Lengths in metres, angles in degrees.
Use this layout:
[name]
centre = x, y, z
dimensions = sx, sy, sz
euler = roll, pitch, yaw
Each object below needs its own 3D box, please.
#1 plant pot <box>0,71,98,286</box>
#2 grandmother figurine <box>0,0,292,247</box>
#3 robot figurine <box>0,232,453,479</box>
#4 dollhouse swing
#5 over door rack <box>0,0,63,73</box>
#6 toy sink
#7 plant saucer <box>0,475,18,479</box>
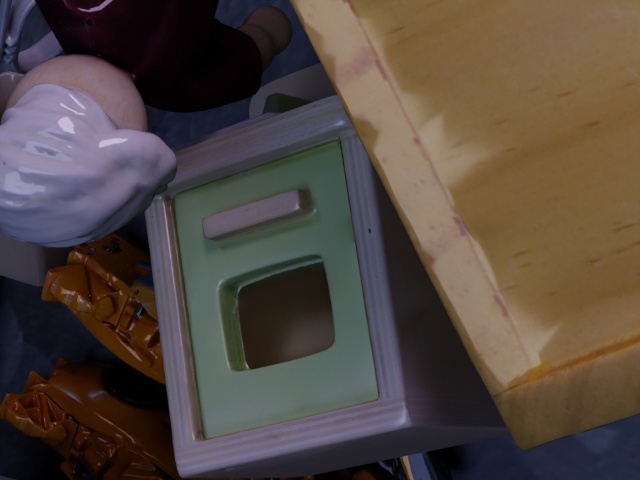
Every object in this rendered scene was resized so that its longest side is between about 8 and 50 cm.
[plant pot]
centre = -0.186, -0.035, 1.139
dimensions = 0.109, 0.109, 0.096
euler = 15, 125, 29
[grandmother figurine]
centre = -0.084, -0.146, 0.910
dimensions = 0.104, 0.342, 0.208
euler = -8, 144, 44
[robot figurine]
centre = -0.059, 0.134, 1.112
dimensions = 0.291, 0.085, 0.211
euler = 34, 121, 20
[dollhouse swing]
centre = 0.157, -0.139, 0.787
dimensions = 0.305, 0.315, 0.347
euler = -27, 91, 22
[over door rack]
centre = -0.215, -0.261, 1.017
dimensions = 0.239, 0.108, 0.324
euler = 49, 163, 13
[toy sink]
centre = 0.000, 0.000, 0.962
dimensions = 0.153, 0.131, 0.234
euler = -16, 75, 34
[plant saucer]
centre = -0.114, 0.275, 1.125
dimensions = 0.400, 0.100, 0.400
euler = 37, 151, 24
